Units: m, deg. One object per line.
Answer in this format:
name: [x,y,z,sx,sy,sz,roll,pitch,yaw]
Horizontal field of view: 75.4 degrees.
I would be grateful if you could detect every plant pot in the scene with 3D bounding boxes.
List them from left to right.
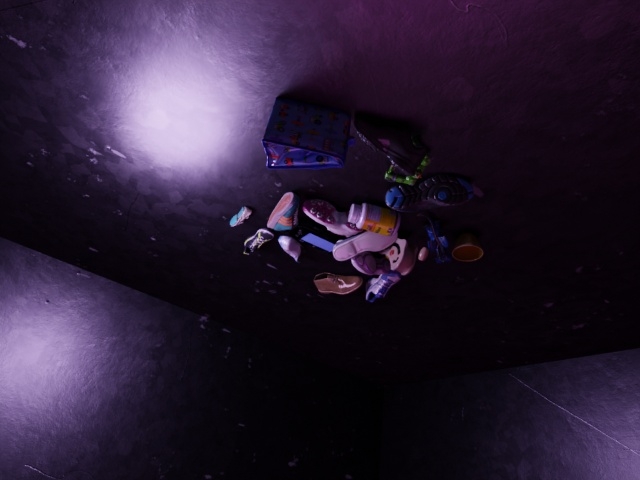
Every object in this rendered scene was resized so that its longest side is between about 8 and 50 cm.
plant pot: [0.676,0.022,1.914,0.134,0.095,0.134,7,146,5]

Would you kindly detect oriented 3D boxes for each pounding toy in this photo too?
pounding toy: [0.406,0.088,1.960,0.155,0.154,0.269,26,178,-22]

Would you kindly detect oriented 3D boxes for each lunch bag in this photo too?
lunch bag: [-0.027,-0.358,1.413,0.293,0.221,0.138,6,147,7]

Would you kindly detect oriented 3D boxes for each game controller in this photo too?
game controller: [0.000,0.000,2.087,0.319,0.067,0.166,25,144,-20]

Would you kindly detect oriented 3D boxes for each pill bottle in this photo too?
pill bottle: [0.236,-0.096,1.833,0.215,0.117,0.117,14,147,-6]

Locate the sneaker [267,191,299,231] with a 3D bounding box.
sneaker: [-0.143,-0.124,1.910,0.121,0.108,0.302,21,153,-18]

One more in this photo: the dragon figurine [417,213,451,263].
dragon figurine: [0.521,-0.006,1.857,0.085,0.144,0.289,-19,139,18]

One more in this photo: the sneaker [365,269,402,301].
sneaker: [0.359,0.257,2.323,0.112,0.131,0.296,23,143,-17]

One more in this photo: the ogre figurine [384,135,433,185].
ogre figurine: [0.336,-0.285,1.551,0.118,0.097,0.197,28,112,-5]

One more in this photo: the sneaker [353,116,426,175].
sneaker: [0.244,-0.352,1.456,0.286,0.109,0.130,37,98,-4]

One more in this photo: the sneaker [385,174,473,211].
sneaker: [0.438,-0.185,1.681,0.341,0.125,0.139,-3,172,14]

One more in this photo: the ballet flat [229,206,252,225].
ballet flat: [-0.390,-0.109,2.038,0.052,0.057,0.168,18,147,-30]

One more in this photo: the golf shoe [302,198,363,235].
golf shoe: [0.047,-0.090,1.903,0.306,0.115,0.140,22,148,-16]

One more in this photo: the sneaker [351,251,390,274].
sneaker: [0.233,0.132,2.132,0.152,0.114,0.305,-9,163,38]

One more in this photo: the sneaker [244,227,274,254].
sneaker: [-0.324,0.016,2.167,0.084,0.097,0.234,29,142,-28]

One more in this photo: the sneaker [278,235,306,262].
sneaker: [-0.145,0.042,2.192,0.086,0.085,0.237,30,166,33]

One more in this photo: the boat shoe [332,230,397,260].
boat shoe: [0.209,0.001,1.991,0.319,0.099,0.116,-20,112,5]

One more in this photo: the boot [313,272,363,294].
boot: [0.097,0.241,2.398,0.305,0.112,0.115,-10,131,31]
